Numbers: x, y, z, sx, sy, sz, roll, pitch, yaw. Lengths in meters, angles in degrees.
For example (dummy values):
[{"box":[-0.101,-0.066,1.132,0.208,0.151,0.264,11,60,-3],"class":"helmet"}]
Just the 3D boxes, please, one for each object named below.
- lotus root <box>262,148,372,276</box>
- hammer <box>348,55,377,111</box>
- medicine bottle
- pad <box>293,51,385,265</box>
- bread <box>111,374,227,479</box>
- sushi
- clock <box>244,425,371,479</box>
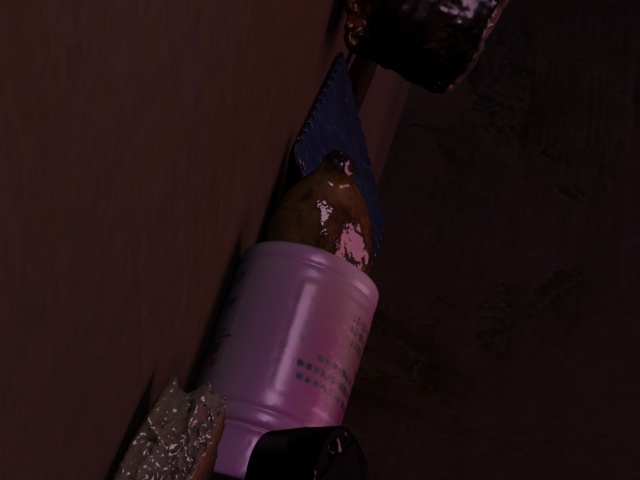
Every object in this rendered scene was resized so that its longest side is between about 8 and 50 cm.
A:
[{"box":[0.000,0.000,1.933,0.138,0.138,0.214,-54,157,-78],"class":"lotus root"},{"box":[0.058,-0.245,2.344,0.440,0.044,0.168,-68,172,-50],"class":"hammer"},{"box":[-0.046,0.145,1.711,0.152,0.152,0.254,98,10,-64],"class":"medicine bottle"},{"box":[0.028,-0.062,2.118,0.269,0.012,0.269,-69,150,-54],"class":"pad"},{"box":[-0.128,0.194,1.395,0.232,0.064,0.172,-4,113,-86],"class":"bread"},{"box":[0.144,-0.347,2.034,0.234,0.207,0.348,140,-27,-76],"class":"sushi"},{"box":[-0.026,0.316,1.452,0.379,0.120,0.276,-40,121,-65],"class":"clock"}]
